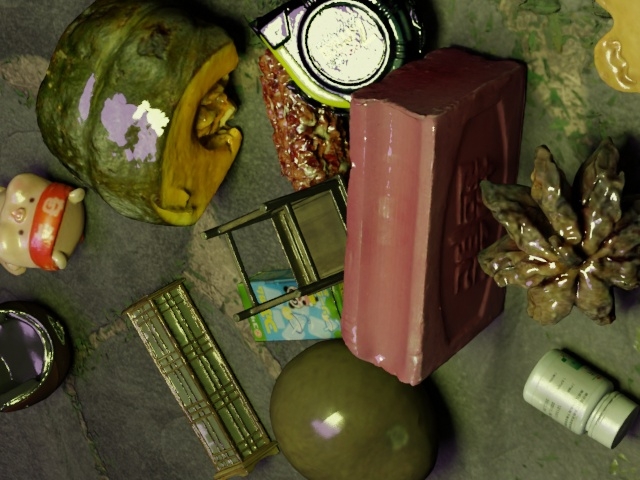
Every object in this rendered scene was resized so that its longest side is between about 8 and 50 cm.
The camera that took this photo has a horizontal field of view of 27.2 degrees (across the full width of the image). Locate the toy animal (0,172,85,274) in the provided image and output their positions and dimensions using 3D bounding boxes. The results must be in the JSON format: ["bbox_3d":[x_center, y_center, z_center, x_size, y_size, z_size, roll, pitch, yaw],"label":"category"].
[{"bbox_3d":[-0.477,-0.023,2.200,0.198,0.171,0.171,-5,107,49],"label":"toy animal"}]

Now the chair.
[{"bbox_3d":[0.000,0.000,1.731,0.154,0.260,0.141,-23,89,45],"label":"chair"}]

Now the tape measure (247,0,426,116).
[{"bbox_3d":[0.035,-0.254,1.653,0.199,0.112,0.186,-34,95,27],"label":"tape measure"}]

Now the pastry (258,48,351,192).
[{"bbox_3d":[-0.020,-0.164,1.771,0.115,0.097,0.208,0,108,54],"label":"pastry"}]

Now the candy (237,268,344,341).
[{"bbox_3d":[-0.027,0.092,1.930,0.194,0.062,0.097,-5,108,42],"label":"candy"}]

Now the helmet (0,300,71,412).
[{"bbox_3d":[-0.542,0.203,2.338,0.216,0.193,0.189,-30,87,31],"label":"helmet"}]

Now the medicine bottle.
[{"bbox_3d":[0.329,0.200,1.662,0.130,0.080,0.080,32,128,24],"label":"medicine bottle"}]

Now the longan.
[{"bbox_3d":[0.050,0.250,1.830,0.248,0.248,0.248,19,122,33],"label":"longan"}]

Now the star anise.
[{"bbox_3d":[0.289,0.004,1.524,0.236,0.109,0.223,42,120,-10],"label":"star anise"}]

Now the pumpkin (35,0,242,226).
[{"bbox_3d":[-0.248,-0.182,1.854,0.225,0.256,0.303,25,141,26],"label":"pumpkin"}]

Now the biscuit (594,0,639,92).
[{"bbox_3d":[0.393,-0.260,1.399,0.275,0.052,0.355,-20,98,44],"label":"biscuit"}]

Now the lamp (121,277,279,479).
[{"bbox_3d":[-0.193,0.226,2.122,0.090,0.089,0.325,-30,89,45],"label":"lamp"}]

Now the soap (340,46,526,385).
[{"bbox_3d":[0.133,-0.033,1.611,0.128,0.233,0.359,20,123,31],"label":"soap"}]
